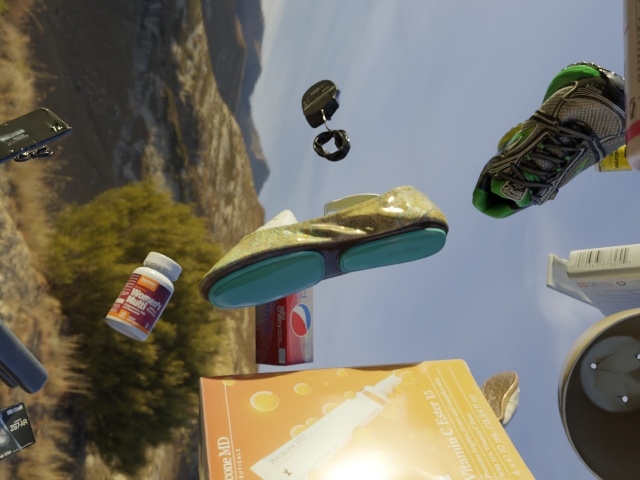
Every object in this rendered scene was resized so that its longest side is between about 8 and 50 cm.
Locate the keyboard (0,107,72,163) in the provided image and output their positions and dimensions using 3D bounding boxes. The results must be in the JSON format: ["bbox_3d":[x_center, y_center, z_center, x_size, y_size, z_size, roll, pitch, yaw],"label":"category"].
[{"bbox_3d":[-0.515,-0.164,1.150,0.180,0.108,0.023,-37,155,-36],"label":"keyboard"}]

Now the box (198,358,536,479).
[{"bbox_3d":[0.035,0.279,0.795,0.215,0.346,0.168,-113,-155,-58],"label":"box"}]

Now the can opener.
[{"bbox_3d":[-0.477,0.115,0.981,0.283,0.076,0.095,75,32,-48],"label":"can opener"}]

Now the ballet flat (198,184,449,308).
[{"bbox_3d":[0.000,0.000,0.917,0.123,0.349,0.123,166,-90,-79],"label":"ballet flat"}]

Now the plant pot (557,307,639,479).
[{"bbox_3d":[0.501,0.232,1.060,0.191,0.284,0.283,-41,141,-83],"label":"plant pot"}]

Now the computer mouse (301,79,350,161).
[{"bbox_3d":[0.015,-0.180,1.031,0.071,0.041,0.242,-33,-146,15],"label":"computer mouse"}]

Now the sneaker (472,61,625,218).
[{"bbox_3d":[0.325,-0.116,0.939,0.146,0.134,0.343,-53,176,-21],"label":"sneaker"}]

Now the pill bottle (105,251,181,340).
[{"bbox_3d":[-0.472,0.149,1.817,0.221,0.121,0.121,-64,-176,-22],"label":"pill bottle"}]

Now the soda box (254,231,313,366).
[{"bbox_3d":[-0.070,0.112,1.329,0.084,0.092,0.263,-3,-95,37],"label":"soda box"}]

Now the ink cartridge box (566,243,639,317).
[{"bbox_3d":[0.638,0.101,1.158,0.304,0.307,0.072,-11,-127,44],"label":"ink cartridge box"}]

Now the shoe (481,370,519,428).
[{"bbox_3d":[0.383,0.354,1.454,0.219,0.077,0.058,-38,115,-56],"label":"shoe"}]

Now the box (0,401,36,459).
[{"bbox_3d":[-0.467,0.284,0.989,0.083,0.018,0.067,-18,94,-57],"label":"box"}]

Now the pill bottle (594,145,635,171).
[{"bbox_3d":[0.686,-0.189,1.527,0.065,0.117,0.065,2,88,-64],"label":"pill bottle"}]

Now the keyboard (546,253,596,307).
[{"bbox_3d":[0.566,0.101,1.397,0.014,0.256,0.072,-17,-125,62],"label":"keyboard"}]

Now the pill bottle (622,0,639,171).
[{"bbox_3d":[0.363,-0.209,0.614,0.160,0.161,0.282,149,-55,-76],"label":"pill bottle"}]
